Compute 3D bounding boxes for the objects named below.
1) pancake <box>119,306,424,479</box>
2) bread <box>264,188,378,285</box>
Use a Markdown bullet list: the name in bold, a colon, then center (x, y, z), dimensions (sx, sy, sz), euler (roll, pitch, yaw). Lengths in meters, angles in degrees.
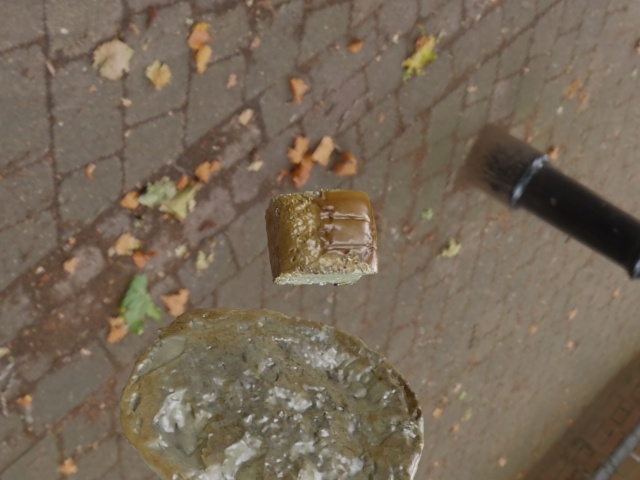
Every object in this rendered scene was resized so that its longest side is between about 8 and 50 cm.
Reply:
- **pancake**: center (-0.022, 0.083, 0.430), dimensions (0.151, 0.151, 0.025), euler (-26, 147, -41)
- **bread**: center (0.000, -0.002, 0.685), dimensions (0.083, 0.070, 0.076), euler (-3, 170, -13)
